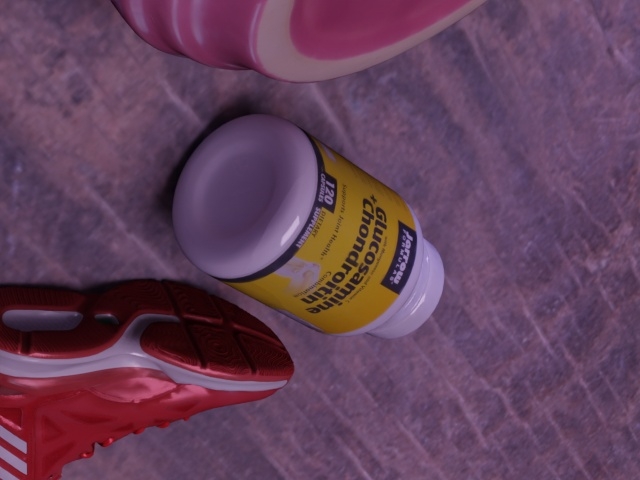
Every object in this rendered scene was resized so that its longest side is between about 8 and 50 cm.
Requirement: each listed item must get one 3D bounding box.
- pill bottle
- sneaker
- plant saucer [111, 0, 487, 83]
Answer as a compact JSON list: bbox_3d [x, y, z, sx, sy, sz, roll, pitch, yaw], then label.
[{"bbox_3d":[0.000,0.000,1.065,0.103,0.103,0.184,-53,140,6],"label":"pill bottle"},{"bbox_3d":[-0.132,0.096,1.058,0.221,0.087,0.128,10,123,-33],"label":"sneaker"},{"bbox_3d":[0.049,-0.189,0.866,0.332,0.084,0.332,-33,164,-10],"label":"plant saucer"}]
